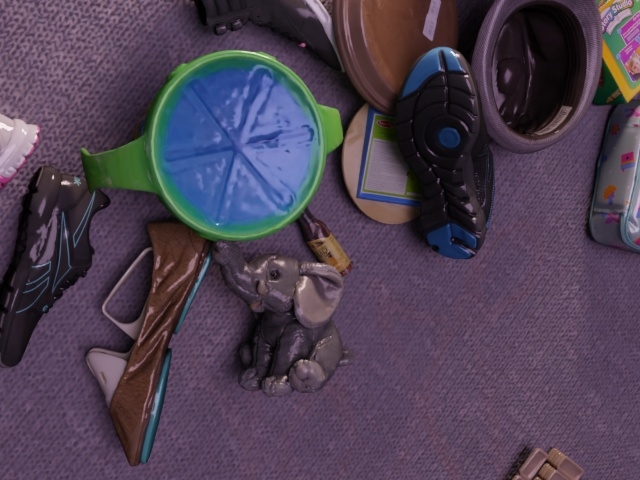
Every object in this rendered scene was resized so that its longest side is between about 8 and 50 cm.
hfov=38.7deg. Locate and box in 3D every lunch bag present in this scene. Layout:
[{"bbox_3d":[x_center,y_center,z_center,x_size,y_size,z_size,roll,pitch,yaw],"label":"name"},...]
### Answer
[{"bbox_3d":[0.606,-0.110,1.618,0.224,0.108,0.279,12,90,-26],"label":"lunch bag"}]

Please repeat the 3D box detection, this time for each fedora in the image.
[{"bbox_3d":[0.321,-0.281,1.456,0.243,0.124,0.275,-7,105,-23],"label":"fedora"}]

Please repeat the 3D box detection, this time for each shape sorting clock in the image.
[{"bbox_3d":[0.116,-0.128,1.421,0.206,0.040,0.206,-8,105,-32],"label":"shape sorting clock"}]

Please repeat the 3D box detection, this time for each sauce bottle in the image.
[{"bbox_3d":[0.000,0.000,1.382,0.042,0.042,0.128,-42,109,-16],"label":"sauce bottle"}]

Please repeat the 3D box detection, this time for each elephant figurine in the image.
[{"bbox_3d":[-0.048,0.089,1.300,0.169,0.186,0.239,-3,99,8],"label":"elephant figurine"}]

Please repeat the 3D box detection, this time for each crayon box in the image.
[{"bbox_3d":[0.551,-0.383,1.578,0.278,0.081,0.165,-42,111,-15],"label":"crayon box"}]

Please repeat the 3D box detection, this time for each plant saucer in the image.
[{"bbox_3d":[0.123,-0.325,1.353,0.278,0.041,0.278,-2,92,-47],"label":"plant saucer"}]

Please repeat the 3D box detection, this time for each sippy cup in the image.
[{"bbox_3d":[-0.142,-0.123,1.199,0.305,0.224,0.240,25,84,-26],"label":"sippy cup"}]

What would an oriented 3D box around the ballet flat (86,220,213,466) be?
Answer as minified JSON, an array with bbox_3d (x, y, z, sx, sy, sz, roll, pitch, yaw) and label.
[{"bbox_3d":[-0.246,0.129,1.251,0.124,0.116,0.342,17,87,-6],"label":"ballet flat"}]

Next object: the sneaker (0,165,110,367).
[{"bbox_3d":[-0.354,0.041,1.186,0.106,0.101,0.267,18,88,-28],"label":"sneaker"}]

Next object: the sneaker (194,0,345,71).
[{"bbox_3d":[-0.082,-0.319,1.286,0.147,0.104,0.296,-41,123,3],"label":"sneaker"}]

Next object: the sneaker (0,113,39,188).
[{"bbox_3d":[-0.461,-0.063,1.132,0.111,0.103,0.252,34,74,-20],"label":"sneaker"}]

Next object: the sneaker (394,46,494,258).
[{"bbox_3d":[0.196,-0.142,1.381,0.140,0.125,0.341,-56,145,-47],"label":"sneaker"}]

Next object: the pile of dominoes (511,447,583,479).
[{"bbox_3d":[0.375,0.494,1.626,0.196,0.040,0.251,39,87,-24],"label":"pile of dominoes"}]
